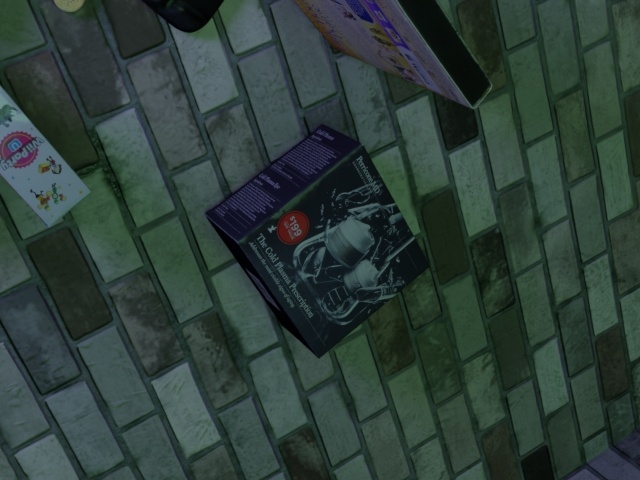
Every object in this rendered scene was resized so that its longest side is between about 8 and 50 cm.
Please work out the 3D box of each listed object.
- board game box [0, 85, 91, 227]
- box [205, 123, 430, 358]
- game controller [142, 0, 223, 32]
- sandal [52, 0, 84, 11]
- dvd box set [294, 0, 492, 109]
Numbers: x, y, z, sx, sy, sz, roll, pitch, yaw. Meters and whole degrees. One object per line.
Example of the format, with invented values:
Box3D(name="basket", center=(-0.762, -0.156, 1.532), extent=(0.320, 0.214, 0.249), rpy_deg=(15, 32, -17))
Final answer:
Box3D(name="board game box", center=(-0.529, -0.186, 1.562), extent=(0.097, 0.224, 0.303), rpy_deg=(-42, 122, -9))
Box3D(name="box", center=(0.000, 0.000, 1.948), extent=(0.312, 0.179, 0.343), rpy_deg=(-40, 123, -11))
Box3D(name="game controller", center=(-0.193, -0.531, 1.713), extent=(0.319, 0.067, 0.166), rpy_deg=(-54, 138, 1))
Box3D(name="sandal", center=(-0.412, -0.499, 1.586), extent=(0.088, 0.079, 0.240), rpy_deg=(-7, 112, -26))
Box3D(name="dvd box set", center=(0.082, -0.398, 1.666), extent=(0.062, 0.420, 0.307), rpy_deg=(-50, 131, -4))
